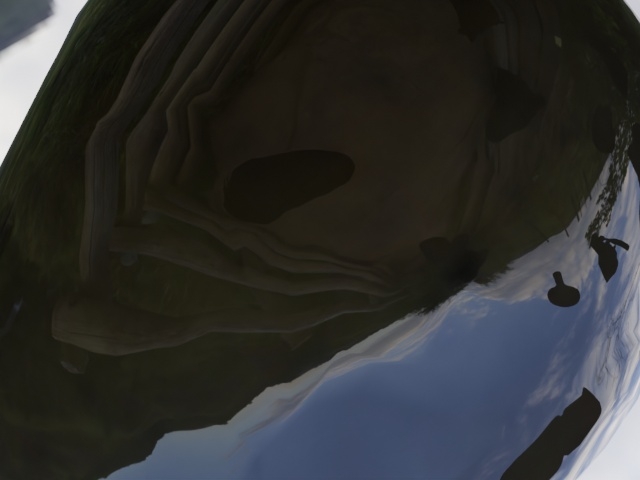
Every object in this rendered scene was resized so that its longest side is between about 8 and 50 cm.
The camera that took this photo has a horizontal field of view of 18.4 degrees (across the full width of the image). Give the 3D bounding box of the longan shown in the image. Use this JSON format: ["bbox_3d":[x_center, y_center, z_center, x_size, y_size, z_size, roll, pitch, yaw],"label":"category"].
[{"bbox_3d":[0.000,0.000,0.996,0.404,0.336,0.404,-24,-145,18],"label":"longan"}]
